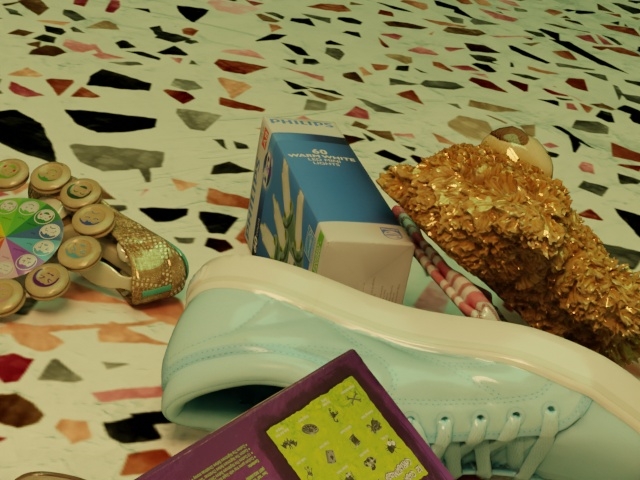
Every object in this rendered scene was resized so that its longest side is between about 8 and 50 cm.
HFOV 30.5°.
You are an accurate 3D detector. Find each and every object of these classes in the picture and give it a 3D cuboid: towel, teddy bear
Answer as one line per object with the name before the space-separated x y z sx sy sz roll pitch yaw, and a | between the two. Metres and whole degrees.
towel | 0.131 0.055 0.952 0.144 0.029 0.197 45 5 -31
teddy bear | 0.185 0.004 0.994 0.338 0.113 0.245 40 6 -34

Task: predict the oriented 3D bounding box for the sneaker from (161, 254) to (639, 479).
sneaker | 0.060 0.134 0.830 0.366 0.135 0.150 14 52 9

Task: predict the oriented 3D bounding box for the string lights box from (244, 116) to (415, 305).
string lights box | 0.000 0.000 1.038 0.077 0.133 0.259 2 26 -17

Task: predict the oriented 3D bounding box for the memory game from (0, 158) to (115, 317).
memory game | -0.268 -0.007 0.993 0.186 0.012 0.186 -2 46 2

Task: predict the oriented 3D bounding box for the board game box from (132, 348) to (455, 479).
board game box | -0.025 0.203 0.606 0.208 0.056 0.347 49 36 13

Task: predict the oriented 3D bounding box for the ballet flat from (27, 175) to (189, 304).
ballet flat | -0.207 -0.004 1.035 0.206 0.073 0.067 26 37 31

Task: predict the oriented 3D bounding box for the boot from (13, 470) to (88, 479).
boot | -0.185 0.182 0.699 0.118 0.042 0.087 3 33 -17
